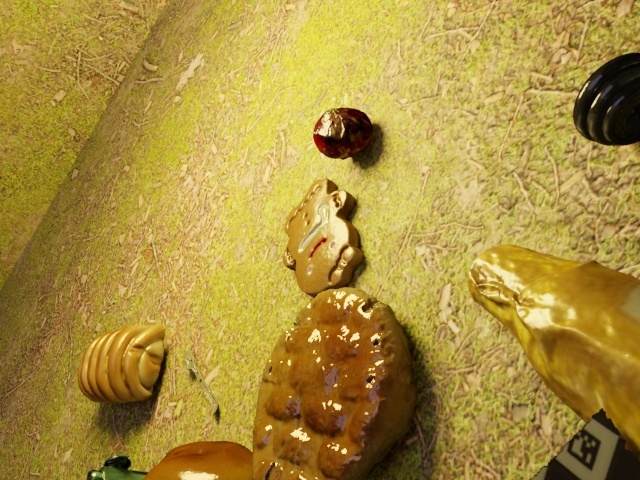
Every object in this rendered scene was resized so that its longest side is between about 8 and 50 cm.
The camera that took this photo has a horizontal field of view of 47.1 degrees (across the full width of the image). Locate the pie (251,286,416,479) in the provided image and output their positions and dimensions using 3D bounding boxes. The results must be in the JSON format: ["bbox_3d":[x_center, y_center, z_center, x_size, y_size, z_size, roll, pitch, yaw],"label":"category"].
[{"bbox_3d":[0.009,0.228,1.065,0.339,0.083,0.339,-37,40,38],"label":"pie"}]

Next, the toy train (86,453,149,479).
[{"bbox_3d":[-0.319,0.444,1.283,0.132,0.200,0.083,-51,33,32],"label":"toy train"}]

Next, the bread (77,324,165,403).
[{"bbox_3d":[-0.464,0.284,1.669,0.311,0.121,0.172,-20,54,50],"label":"bread"}]

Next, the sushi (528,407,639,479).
[{"bbox_3d":[0.258,0.334,0.616,0.292,0.059,0.294,-64,37,40],"label":"sushi"}]

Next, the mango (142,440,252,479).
[{"bbox_3d":[-0.182,0.404,1.152,0.236,0.166,0.136,-13,91,22],"label":"mango"}]

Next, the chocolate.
[{"bbox_3d":[0.277,0.115,0.672,0.162,0.162,0.445,-61,31,8],"label":"chocolate"}]

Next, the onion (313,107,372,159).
[{"bbox_3d":[0.039,-0.185,1.281,0.107,0.097,0.107,-7,42,6],"label":"onion"}]

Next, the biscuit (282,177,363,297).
[{"bbox_3d":[-0.002,-0.001,1.268,0.184,0.035,0.248,-48,37,26],"label":"biscuit"}]

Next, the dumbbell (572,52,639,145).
[{"bbox_3d":[0.358,-0.100,0.756,0.110,0.110,0.254,-50,41,24],"label":"dumbbell"}]

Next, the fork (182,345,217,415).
[{"bbox_3d":[-0.238,0.273,1.434,0.034,0.028,0.219,-55,33,10],"label":"fork"}]
